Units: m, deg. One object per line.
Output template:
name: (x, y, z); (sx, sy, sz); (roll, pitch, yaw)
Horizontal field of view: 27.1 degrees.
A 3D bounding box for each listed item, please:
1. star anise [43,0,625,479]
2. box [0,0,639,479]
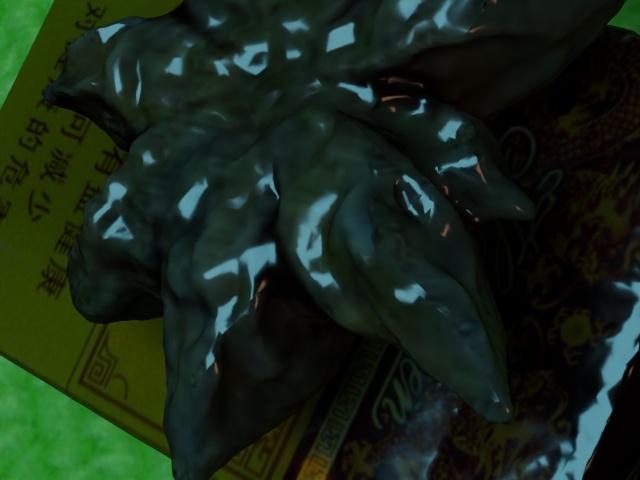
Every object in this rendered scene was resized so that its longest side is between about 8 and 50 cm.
star anise: (0.007, -0.048, 0.544); (0.315, 0.108, 0.315); (-19, 55, 29)
box: (0.000, 0.000, 0.669); (0.415, 0.116, 0.264); (21, 83, 36)
